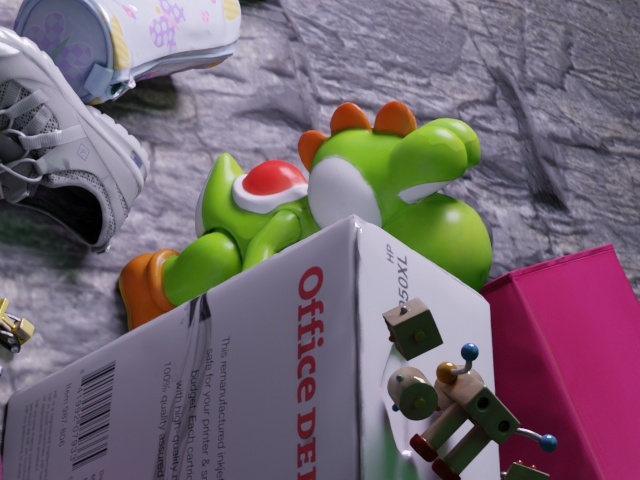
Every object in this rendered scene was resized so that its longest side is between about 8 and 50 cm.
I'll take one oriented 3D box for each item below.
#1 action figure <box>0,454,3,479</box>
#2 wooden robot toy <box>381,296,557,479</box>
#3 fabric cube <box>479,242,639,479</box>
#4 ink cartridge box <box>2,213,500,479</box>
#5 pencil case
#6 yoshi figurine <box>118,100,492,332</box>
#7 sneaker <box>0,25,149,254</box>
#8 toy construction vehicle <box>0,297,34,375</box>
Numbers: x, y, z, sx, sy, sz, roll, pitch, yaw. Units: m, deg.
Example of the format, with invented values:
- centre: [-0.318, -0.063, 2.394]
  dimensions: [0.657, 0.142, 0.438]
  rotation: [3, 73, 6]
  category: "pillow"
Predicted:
- centre: [-0.260, 0.284, 1.105]
  dimensions: [0.248, 0.276, 0.370]
  rotation: [-23, 91, -30]
  category: "action figure"
- centre: [0.086, 0.109, 1.122]
  dimensions: [0.173, 0.076, 0.079]
  rotation: [49, 0, -22]
  category: "wooden robot toy"
- centre: [0.211, 0.182, 1.755]
  dimensions: [0.254, 0.259, 0.258]
  rotation: [-13, 76, -55]
  category: "fabric cube"
- centre: [-0.063, 0.199, 1.250]
  dimensions: [0.166, 0.395, 0.285]
  rotation: [31, 45, -38]
  category: "ink cartridge box"
- centre: [-0.180, -0.203, 1.603]
  dimensions: [0.124, 0.113, 0.273]
  rotation: [25, 23, 16]
  category: "pencil case"
- centre: [0.006, 0.026, 1.493]
  dimensions: [0.203, 0.362, 0.203]
  rotation: [39, 39, -31]
  category: "yoshi figurine"
- centre: [-0.262, -0.091, 1.450]
  dimensions: [0.281, 0.105, 0.115]
  rotation: [34, 46, -33]
  category: "sneaker"
- centre: [-0.282, 0.072, 1.370]
  dimensions: [0.098, 0.035, 0.086]
  rotation: [44, 38, -25]
  category: "toy construction vehicle"
